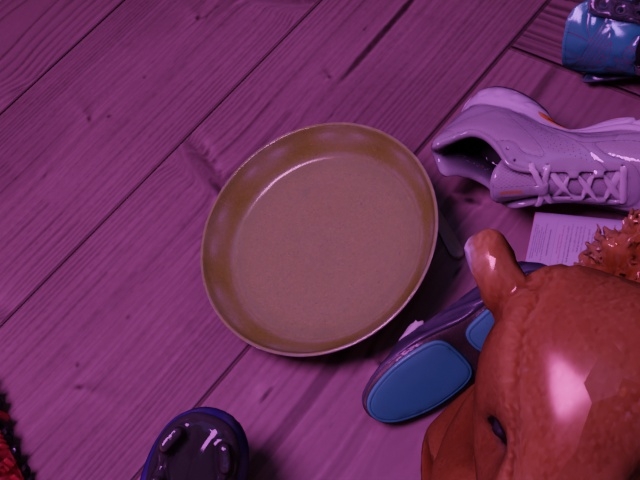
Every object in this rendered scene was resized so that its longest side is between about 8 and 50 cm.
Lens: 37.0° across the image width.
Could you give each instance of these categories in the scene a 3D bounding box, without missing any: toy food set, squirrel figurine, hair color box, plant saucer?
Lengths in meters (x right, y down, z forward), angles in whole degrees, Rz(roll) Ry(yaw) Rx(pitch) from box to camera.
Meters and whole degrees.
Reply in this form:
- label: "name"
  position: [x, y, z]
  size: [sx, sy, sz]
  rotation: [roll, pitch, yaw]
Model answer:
- label: "toy food set"
  position: [0.033, 0.005, 0.940]
  size: [0.192, 0.038, 0.132]
  rotation: [-27, 54, -3]
- label: "squirrel figurine"
  position: [0.194, 0.098, 0.625]
  size: [0.281, 0.370, 0.397]
  rotation: [23, 65, 28]
- label: "hair color box"
  position: [0.260, 0.019, 0.864]
  size: [0.141, 0.043, 0.072]
  rotation: [7, 59, 21]
- label: "plant saucer"
  position: [0.000, 0.000, 0.917]
  size: [0.241, 0.037, 0.240]
  rotation: [-9, 65, 19]

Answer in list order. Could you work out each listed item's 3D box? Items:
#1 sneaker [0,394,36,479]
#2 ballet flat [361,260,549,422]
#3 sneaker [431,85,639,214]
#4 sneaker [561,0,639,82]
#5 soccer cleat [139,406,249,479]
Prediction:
- label: "sneaker"
  position: [-0.339, 0.227, 0.875]
  size: [0.125, 0.104, 0.262]
  rotation: [-40, 49, 8]
- label: "ballet flat"
  position: [0.121, 0.085, 0.842]
  size: [0.203, 0.074, 0.074]
  rotation: [-38, 53, 10]
- label: "sneaker"
  position: [0.221, -0.059, 0.880]
  size: [0.262, 0.099, 0.121]
  rotation: [19, 42, 35]
- label: "sneaker"
  position: [0.325, -0.173, 0.924]
  size: [0.179, 0.123, 0.295]
  rotation: [2, 49, 11]
- label: "soccer cleat"
  position: [-0.130, 0.275, 0.775]
  size: [0.093, 0.121, 0.289]
  rotation: [21, 83, 5]
